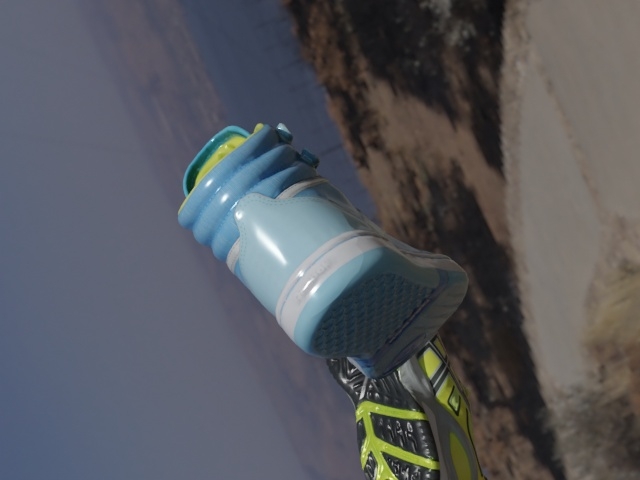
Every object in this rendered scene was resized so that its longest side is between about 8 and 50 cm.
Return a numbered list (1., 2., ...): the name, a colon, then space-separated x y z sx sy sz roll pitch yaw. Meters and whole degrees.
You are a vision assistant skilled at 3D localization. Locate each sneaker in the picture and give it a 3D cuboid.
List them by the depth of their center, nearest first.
1. sneaker: 0.000 0.000 1.050 0.208 0.127 0.319 44 -177 20
2. sneaker: 0.109 0.177 1.656 0.147 0.145 0.385 19 -128 -43
